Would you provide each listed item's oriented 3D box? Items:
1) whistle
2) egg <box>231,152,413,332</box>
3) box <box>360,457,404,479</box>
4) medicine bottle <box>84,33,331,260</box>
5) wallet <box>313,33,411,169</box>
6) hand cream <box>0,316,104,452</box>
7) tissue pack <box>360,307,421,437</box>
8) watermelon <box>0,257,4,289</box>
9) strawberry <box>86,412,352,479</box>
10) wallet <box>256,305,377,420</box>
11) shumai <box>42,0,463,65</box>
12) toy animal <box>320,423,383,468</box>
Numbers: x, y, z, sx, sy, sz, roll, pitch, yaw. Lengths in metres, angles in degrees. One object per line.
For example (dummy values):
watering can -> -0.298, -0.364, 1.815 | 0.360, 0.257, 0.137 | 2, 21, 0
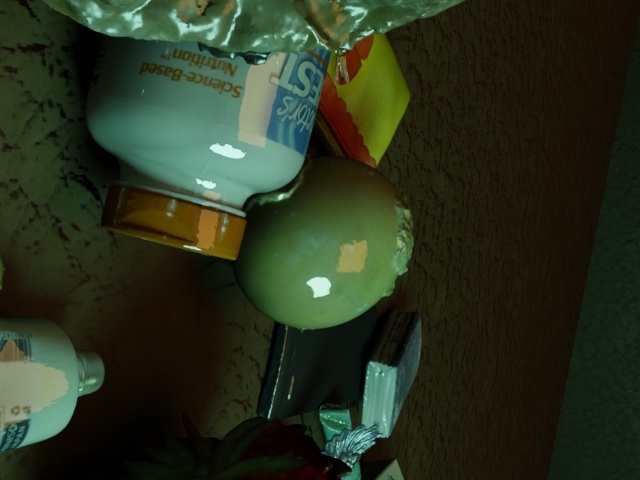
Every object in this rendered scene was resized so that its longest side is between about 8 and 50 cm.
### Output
whistle -> 0.026, 0.255, 1.074 | 0.039, 0.039, 0.186 | -60, 156, -31
egg -> 0.001, -0.003, 0.808 | 0.201, 0.164, 0.164 | -34, 130, -54
box -> 0.058, 0.394, 1.141 | 0.201, 0.058, 0.141 | -28, 98, -56
medicine bottle -> -0.071, -0.136, 0.609 | 0.157, 0.157, 0.288 | 18, 85, -63
wallet -> 0.029, -0.164, 0.892 | 0.141, 0.067, 0.241 | -67, 152, -15
hand cream -> -0.257, 0.088, 0.471 | 0.341, 0.078, 0.124 | 3, 99, -55
tissue pack -> 0.095, 0.174, 1.157 | 0.156, 0.051, 0.112 | -50, 146, -61
watermelon -> -0.214, -0.017, 0.485 | 0.087, 0.069, 0.163 | -50, 145, -41
strawberry -> -0.081, 0.275, 0.655 | 0.261, 0.261, 0.257 | -26, 104, -57
wallet -> 0.007, 0.138, 1.024 | 0.244, 0.025, 0.124 | 6, 96, -63
shumai -> -0.039, -0.213, 0.393 | 0.283, 0.346, 0.217 | -173, -86, -82
toy animal -> -0.027, 0.258, 0.930 | 0.220, 0.108, 0.062 | -44, 160, 12
